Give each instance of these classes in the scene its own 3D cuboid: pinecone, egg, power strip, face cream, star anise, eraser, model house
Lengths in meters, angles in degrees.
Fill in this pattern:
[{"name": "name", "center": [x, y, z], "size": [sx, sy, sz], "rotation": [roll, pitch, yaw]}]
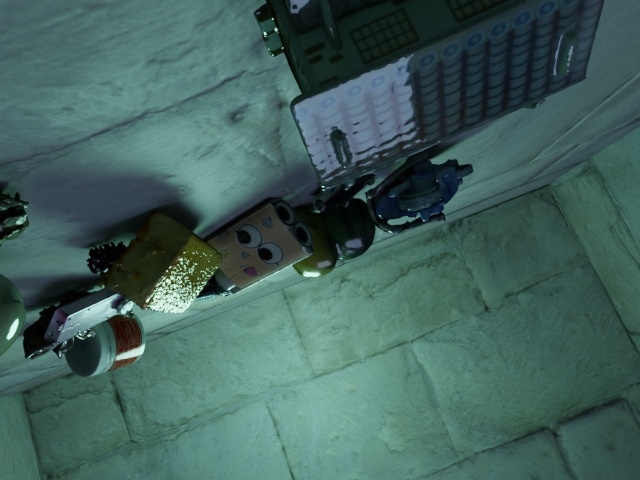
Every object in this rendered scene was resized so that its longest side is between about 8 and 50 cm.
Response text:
[{"name": "pinecone", "center": [-0.434, 0.040, 0.880], "size": [0.084, 0.077, 0.077], "rotation": [-4, 170, 1]}, {"name": "egg", "center": [-0.592, 0.130, 0.701], "size": [0.217, 0.182, 0.183], "rotation": [-17, 171, 10]}, {"name": "power strip", "center": [-0.568, 0.171, 1.101], "size": [0.109, 0.038, 0.279], "rotation": [-54, 172, 24]}, {"name": "face cream", "center": [-0.749, 0.354, 1.496], "size": [0.201, 0.200, 0.187], "rotation": [-26, 169, 25]}, {"name": "star anise", "center": [-0.689, 0.218, 1.148], "size": [0.236, 0.109, 0.223], "rotation": [-41, 174, -37]}, {"name": "power strip", "center": [-0.524, 0.186, 1.159], "size": [0.055, 0.035, 0.083], "rotation": [-48, 170, -34]}, {"name": "eraser", "center": [-0.173, 0.019, 1.105], "size": [0.291, 0.171, 0.087], "rotation": [-27, -159, 29]}, {"name": "model house", "center": [0.066, -0.180, 0.361], "size": [0.224, 0.215, 0.198], "rotation": [-22, 172, 3]}]

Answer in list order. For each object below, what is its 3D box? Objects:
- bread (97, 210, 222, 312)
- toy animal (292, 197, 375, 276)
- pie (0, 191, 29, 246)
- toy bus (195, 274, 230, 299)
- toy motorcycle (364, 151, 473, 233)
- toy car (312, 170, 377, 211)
[{"name": "bread", "center": [-0.324, 0.058, 0.919], "size": [0.184, 0.114, 0.274], "rotation": [-55, 171, -9]}, {"name": "toy animal", "center": [0.002, 0.002, 1.224], "size": [0.339, 0.191, 0.216], "rotation": [-19, 155, 3]}, {"name": "pie", "center": [-0.530, -0.004, 0.443], "size": [0.297, 0.078, 0.371], "rotation": [-23, 171, 16]}, {"name": "toy bus", "center": [-0.372, 0.121, 1.269], "size": [0.272, 0.132, 0.165], "rotation": [-9, 169, -42]}, {"name": "toy motorcycle", "center": [0.243, -0.150, 1.132], "size": [0.241, 0.181, 0.319], "rotation": [22, -145, 30]}, {"name": "toy car", "center": [0.058, -0.130, 1.059], "size": [0.095, 0.056, 0.205], "rotation": [-14, 164, -37]}]
